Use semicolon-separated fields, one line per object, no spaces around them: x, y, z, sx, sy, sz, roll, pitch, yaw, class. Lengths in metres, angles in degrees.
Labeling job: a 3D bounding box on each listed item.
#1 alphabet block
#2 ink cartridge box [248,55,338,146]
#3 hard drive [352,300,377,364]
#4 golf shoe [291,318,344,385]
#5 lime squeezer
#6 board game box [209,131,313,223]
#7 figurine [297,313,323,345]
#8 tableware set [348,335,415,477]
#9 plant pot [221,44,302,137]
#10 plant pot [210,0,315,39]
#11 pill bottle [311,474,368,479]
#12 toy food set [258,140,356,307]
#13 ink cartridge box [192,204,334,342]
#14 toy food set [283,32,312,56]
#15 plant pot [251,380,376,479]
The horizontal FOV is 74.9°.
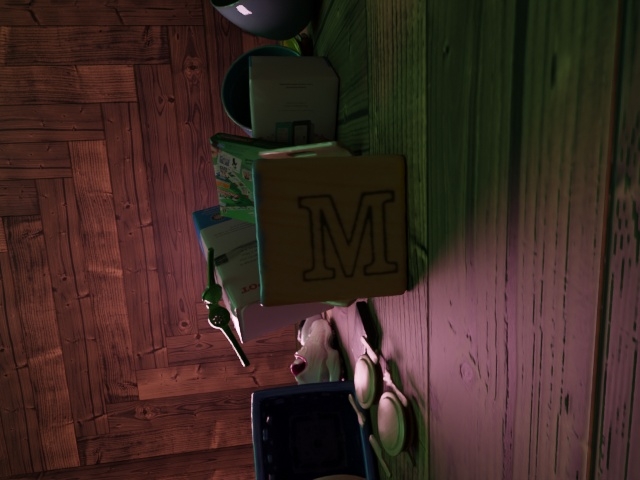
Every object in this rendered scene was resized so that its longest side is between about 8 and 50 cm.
0.004;-0.025;0.620;0.192;0.197;0.193;-126;33;-78;alphabet block
-0.073;-0.295;1.044;0.198;0.197;0.270;-103;12;-51;ink cartridge box
0.083;0.198;0.801;0.094;0.022;0.135;-105;14;-55;hard drive
-0.018;0.320;1.200;0.306;0.140;0.115;-111;17;-70;golf shoe
-0.254;0.164;1.035;0.110;0.059;0.310;17;122;65;lime squeezer
-0.101;-0.123;0.982;0.046;0.317;0.213;-57;-24;-48;board game box
-0.032;0.265;1.502;0.215;0.092;0.209;134;135;-79;figurine
0.100;0.250;0.651;0.194;0.039;0.128;-133;51;-69;tableware set
-0.135;-0.414;1.310;0.255;0.272;0.271;52;-149;-77;plant pot
-0.123;-0.668;1.129;0.195;0.290;0.290;37;-143;-49;plant pot
0.045;0.511;0.473;0.407;0.229;0.229;-109;16;-62;pill bottle
-0.033;-0.032;0.834;0.220;0.092;0.306;4;100;41;toy food set
-0.165;0.054;1.199;0.395;0.285;0.166;54;153;39;ink cartridge box
-0.059;-0.592;1.335;0.128;0.071;0.218;54;159;27;toy food set
-0.014;0.443;0.913;0.212;0.236;0.236;86;177;-67;plant pot
